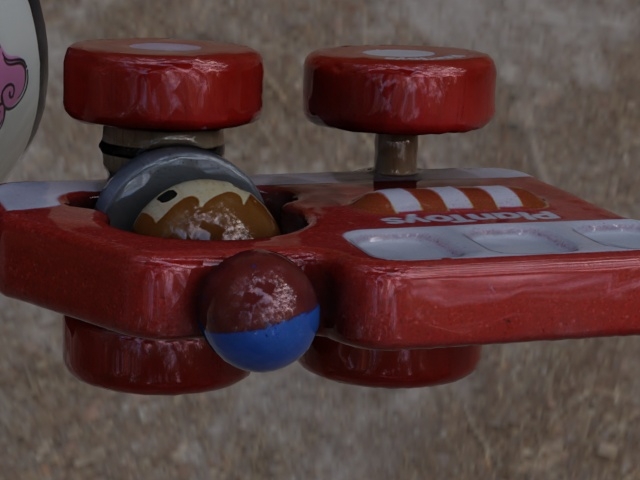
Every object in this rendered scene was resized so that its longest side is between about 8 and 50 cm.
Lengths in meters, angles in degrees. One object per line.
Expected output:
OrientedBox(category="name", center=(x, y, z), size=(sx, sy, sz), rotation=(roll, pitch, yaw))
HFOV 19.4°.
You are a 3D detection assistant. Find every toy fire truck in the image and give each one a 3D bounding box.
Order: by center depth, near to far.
OrientedBox(category="toy fire truck", center=(0.000, 0.000, 0.882), size=(0.302, 0.254, 0.169), rotation=(-1, 101, -19))

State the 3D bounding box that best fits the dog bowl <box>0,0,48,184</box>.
OrientedBox(category="dog bowl", center=(-0.362, -0.088, 1.004), size=(0.408, 0.408, 0.150), rotation=(8, 48, 6))
